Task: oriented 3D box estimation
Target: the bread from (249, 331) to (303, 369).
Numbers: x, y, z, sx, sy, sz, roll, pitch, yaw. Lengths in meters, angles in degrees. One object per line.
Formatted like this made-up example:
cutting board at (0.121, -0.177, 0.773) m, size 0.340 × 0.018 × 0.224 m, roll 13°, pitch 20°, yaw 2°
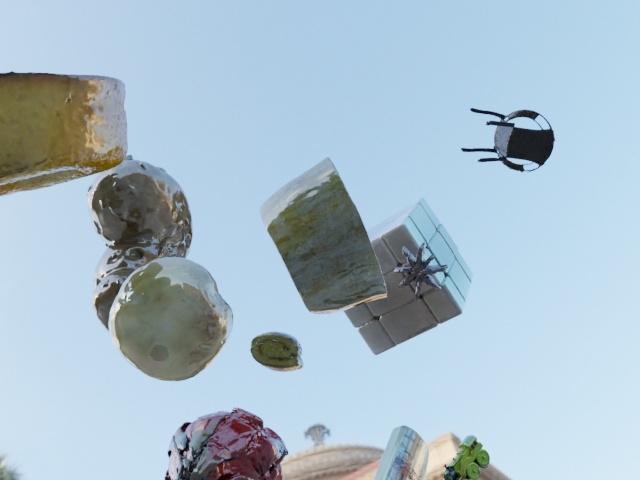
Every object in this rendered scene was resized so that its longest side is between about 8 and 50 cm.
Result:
bread at (-0.110, 0.297, 1.614) m, size 0.132 × 0.103 × 0.172 m, roll 5°, pitch -13°, yaw 5°

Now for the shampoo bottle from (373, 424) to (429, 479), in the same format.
shampoo bottle at (0.178, 0.613, 1.436) m, size 0.078 × 0.359 × 0.134 m, roll -33°, pitch -79°, yaw 34°

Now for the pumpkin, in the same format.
pumpkin at (0.000, 0.000, 1.324) m, size 0.199 × 0.332 × 0.332 m, roll -20°, pitch -48°, yaw 3°

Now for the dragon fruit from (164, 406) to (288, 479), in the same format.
dragon fruit at (-0.180, 0.412, 1.114) m, size 0.234 × 0.233 × 0.293 m, roll -12°, pitch -27°, yaw -3°

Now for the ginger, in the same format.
ginger at (-0.292, 0.031, 0.991) m, size 0.156 × 0.303 × 0.244 m, roll -8°, pitch -27°, yaw -1°

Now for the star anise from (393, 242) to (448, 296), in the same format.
star anise at (0.243, 0.078, 1.505) m, size 0.141 × 0.042 × 0.140 m, roll 4°, pitch -78°, yaw 21°

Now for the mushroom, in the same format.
mushroom at (-0.176, 0.092, 0.715) m, size 0.148 × 0.147 × 0.112 m, roll -17°, pitch -15°, yaw 2°

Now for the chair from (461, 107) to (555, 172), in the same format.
chair at (0.524, -0.282, 1.685) m, size 0.213 × 0.149 × 0.174 m, roll 6°, pitch -67°, yaw -4°

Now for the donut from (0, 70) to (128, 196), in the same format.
donut at (-0.385, -0.120, 0.773) m, size 0.303 × 0.303 × 0.110 m, roll -15°, pitch -86°, yaw 0°

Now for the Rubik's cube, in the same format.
Rubik's cube at (0.243, 0.104, 1.854) m, size 0.319 × 0.322 × 0.315 m, roll -31°, pitch -84°, yaw 26°

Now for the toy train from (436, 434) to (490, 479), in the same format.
toy train at (0.303, 0.561, 1.389) m, size 0.085 × 0.250 × 0.053 m, roll 49°, pitch -35°, yaw 1°
